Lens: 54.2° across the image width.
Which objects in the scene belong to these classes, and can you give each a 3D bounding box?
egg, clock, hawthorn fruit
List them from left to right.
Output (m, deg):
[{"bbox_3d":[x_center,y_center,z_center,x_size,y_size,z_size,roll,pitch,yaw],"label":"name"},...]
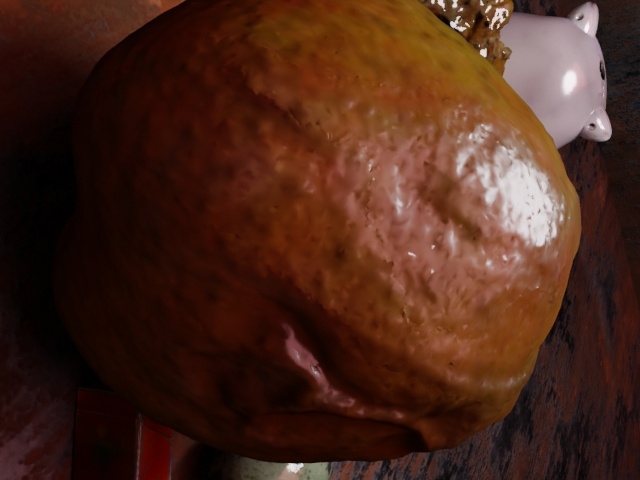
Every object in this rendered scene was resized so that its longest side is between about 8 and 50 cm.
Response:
[{"bbox_3d":[-0.059,0.293,0.805,0.182,0.141,0.141,-22,103,-42],"label":"egg"},{"bbox_3d":[0.000,0.000,0.586,0.472,0.472,0.471,9,78,-52],"label":"hawthorn fruit"},{"bbox_3d":[0.357,-0.293,1.239,0.251,0.377,0.367,-10,94,-49],"label":"clock"}]

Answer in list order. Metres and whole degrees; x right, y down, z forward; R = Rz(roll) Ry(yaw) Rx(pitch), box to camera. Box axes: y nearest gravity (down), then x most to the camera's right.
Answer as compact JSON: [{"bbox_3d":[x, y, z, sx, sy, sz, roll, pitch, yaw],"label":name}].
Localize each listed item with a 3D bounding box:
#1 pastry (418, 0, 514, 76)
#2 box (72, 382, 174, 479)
[{"bbox_3d":[0.132,-0.307,0.999,0.405,0.338,0.292,87,5,-51],"label":"pastry"},{"bbox_3d":[-0.206,0.240,0.648,0.048,0.112,0.175,10,79,-52],"label":"box"}]
